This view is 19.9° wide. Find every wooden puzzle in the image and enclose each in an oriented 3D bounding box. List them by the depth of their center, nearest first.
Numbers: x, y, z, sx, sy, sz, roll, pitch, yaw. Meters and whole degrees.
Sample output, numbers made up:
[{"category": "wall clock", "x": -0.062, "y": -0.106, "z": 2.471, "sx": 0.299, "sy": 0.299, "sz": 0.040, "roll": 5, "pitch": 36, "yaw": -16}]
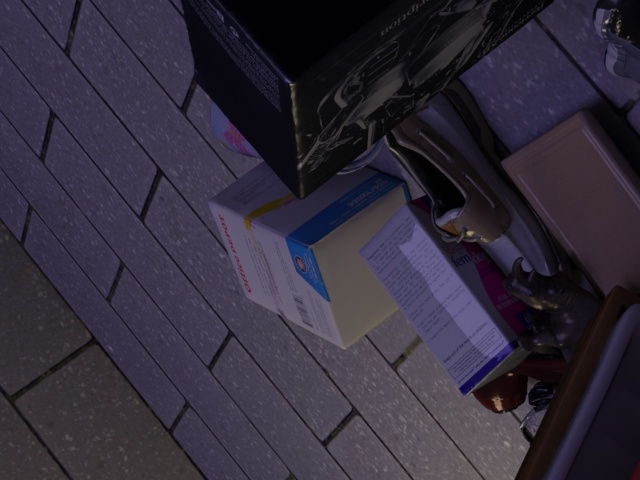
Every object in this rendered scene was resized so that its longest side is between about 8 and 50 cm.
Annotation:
[{"category": "wooden puzzle", "x": 0.309, "y": -0.029, "z": 1.974, "sx": 0.221, "sy": 0.044, "sz": 0.239, "roll": 54, "pitch": 161, "yaw": -1}]

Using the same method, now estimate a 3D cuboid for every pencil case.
[{"category": "pencil case", "x": -0.034, "y": -0.157, "z": 2.344, "sx": 0.273, "sy": 0.113, "sz": 0.124, "roll": 12, "pitch": 123, "yaw": 57}]

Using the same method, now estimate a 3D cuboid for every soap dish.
[{"category": "soap dish", "x": 0.324, "y": 0.229, "z": 1.885, "sx": 0.229, "sy": 0.290, "sz": 0.118, "roll": 33, "pitch": 159, "yaw": -14}]

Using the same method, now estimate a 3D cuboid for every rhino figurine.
[{"category": "rhino figurine", "x": 0.285, "y": 0.099, "z": 2.084, "sx": 0.106, "sy": 0.073, "sz": 0.243, "roll": -13, "pitch": 128, "yaw": 35}]

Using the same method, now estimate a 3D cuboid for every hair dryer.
[{"category": "hair dryer", "x": 0.267, "y": 0.151, "z": 2.285, "sx": 0.293, "sy": 0.080, "sz": 0.223, "roll": 43, "pitch": 139, "yaw": 11}]

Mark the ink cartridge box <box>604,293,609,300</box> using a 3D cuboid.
[{"category": "ink cartridge box", "x": 0.360, "y": 0.113, "z": 1.986, "sx": 0.122, "sy": 0.052, "sz": 0.088, "roll": 12, "pitch": 142, "yaw": 12}]

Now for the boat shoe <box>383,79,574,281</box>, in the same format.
[{"category": "boat shoe", "x": 0.176, "y": -0.041, "z": 2.118, "sx": 0.302, "sy": 0.103, "sz": 0.113, "roll": 56, "pitch": 157, "yaw": -5}]

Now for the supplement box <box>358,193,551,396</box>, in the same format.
[{"category": "supplement box", "x": 0.168, "y": 0.056, "z": 2.198, "sx": 0.220, "sy": 0.111, "sz": 0.114, "roll": 52, "pitch": 132, "yaw": 13}]

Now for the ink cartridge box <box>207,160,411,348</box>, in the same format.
[{"category": "ink cartridge box", "x": 0.000, "y": 0.000, "z": 2.420, "sx": 0.233, "sy": 0.168, "sz": 0.171, "roll": 25, "pitch": 143, "yaw": 48}]

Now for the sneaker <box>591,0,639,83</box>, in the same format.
[{"category": "sneaker", "x": 0.325, "y": -0.181, "z": 1.655, "sx": 0.132, "sy": 0.086, "sz": 0.229, "roll": 33, "pitch": 178, "yaw": 17}]

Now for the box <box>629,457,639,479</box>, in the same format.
[{"category": "box", "x": 0.406, "y": 0.222, "z": 1.772, "sx": 0.142, "sy": 0.300, "sz": 0.154, "roll": 34, "pitch": 159, "yaw": -11}]

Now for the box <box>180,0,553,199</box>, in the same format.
[{"category": "box", "x": 0.054, "y": -0.248, "z": 1.698, "sx": 0.179, "sy": 0.343, "sz": 0.312, "roll": 49, "pitch": 170, "yaw": 13}]
